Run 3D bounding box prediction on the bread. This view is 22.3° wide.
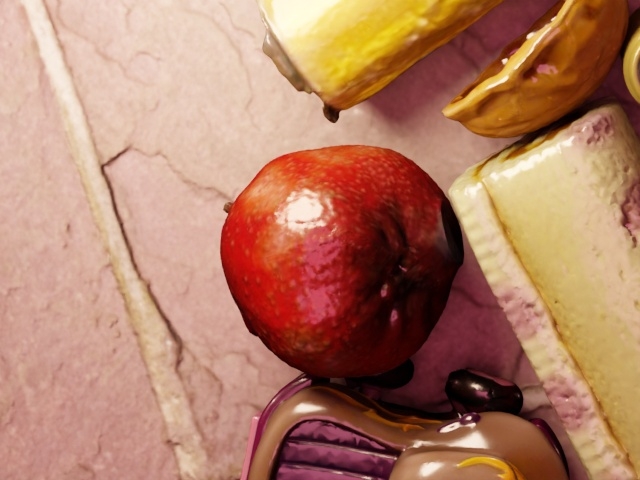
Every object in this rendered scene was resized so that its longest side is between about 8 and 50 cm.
[{"bbox_3d":[0.270,0.052,1.528,0.187,0.155,0.338,-27,93,24],"label":"bread"}]

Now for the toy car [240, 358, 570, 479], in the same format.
[{"bbox_3d":[0.077,0.255,1.545,0.341,0.240,0.271,11,96,10],"label":"toy car"}]

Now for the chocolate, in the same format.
[{"bbox_3d":[0.151,-0.287,1.508,0.445,0.162,0.162,-31,90,13],"label":"chocolate"}]

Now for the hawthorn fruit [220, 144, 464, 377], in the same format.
[{"bbox_3d":[0.000,0.000,1.562,0.266,0.230,0.210,32,144,39],"label":"hawthorn fruit"}]

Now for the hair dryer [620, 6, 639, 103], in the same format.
[{"bbox_3d":[0.358,-0.084,1.511,0.090,0.135,0.278,-20,103,13],"label":"hair dryer"}]

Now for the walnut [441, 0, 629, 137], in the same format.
[{"bbox_3d":[0.215,-0.161,1.508,0.087,0.167,0.211,44,115,-6],"label":"walnut"}]
